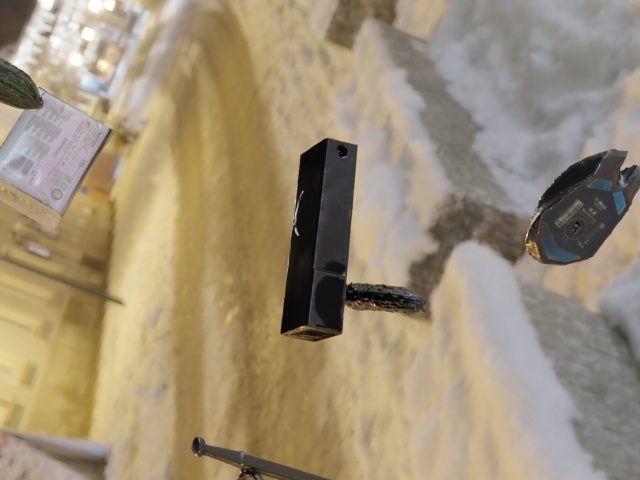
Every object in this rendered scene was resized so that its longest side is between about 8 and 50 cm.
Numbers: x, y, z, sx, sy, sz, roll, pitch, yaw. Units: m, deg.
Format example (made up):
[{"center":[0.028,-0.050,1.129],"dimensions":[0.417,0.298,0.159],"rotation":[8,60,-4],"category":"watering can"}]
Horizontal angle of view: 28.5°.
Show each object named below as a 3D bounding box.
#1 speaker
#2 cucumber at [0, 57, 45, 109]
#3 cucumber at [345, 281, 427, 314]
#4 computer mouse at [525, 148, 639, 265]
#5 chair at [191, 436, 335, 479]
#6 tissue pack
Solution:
[{"center":[0.000,0.000,1.417],"dimensions":[0.082,0.044,0.218],"rotation":[156,123,-64],"category":"speaker"},{"center":[-0.576,-0.289,2.107],"dimensions":[0.077,0.265,0.077],"rotation":[-17,64,39],"category":"cucumber"},{"center":[0.109,0.100,2.181],"dimensions":[0.181,0.053,0.053],"rotation":[2,67,43],"category":"cucumber"},{"center":[0.248,-0.034,1.203],"dimensions":[0.135,0.079,0.047],"rotation":[-46,31,12],"category":"computer mouse"},{"center":[-0.009,0.556,1.955],"dimensions":[0.364,0.410,0.362],"rotation":[61,137,46],"category":"chair"},{"center":[-0.565,-0.168,2.596],"dimensions":[0.225,0.185,0.124],"rotation":[-64,14,-25],"category":"tissue pack"}]
